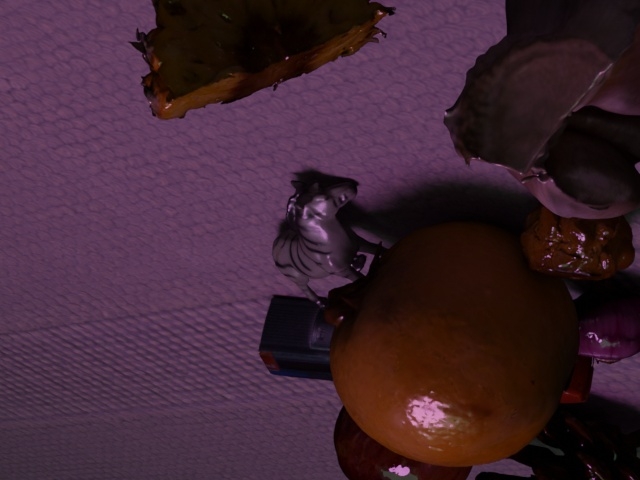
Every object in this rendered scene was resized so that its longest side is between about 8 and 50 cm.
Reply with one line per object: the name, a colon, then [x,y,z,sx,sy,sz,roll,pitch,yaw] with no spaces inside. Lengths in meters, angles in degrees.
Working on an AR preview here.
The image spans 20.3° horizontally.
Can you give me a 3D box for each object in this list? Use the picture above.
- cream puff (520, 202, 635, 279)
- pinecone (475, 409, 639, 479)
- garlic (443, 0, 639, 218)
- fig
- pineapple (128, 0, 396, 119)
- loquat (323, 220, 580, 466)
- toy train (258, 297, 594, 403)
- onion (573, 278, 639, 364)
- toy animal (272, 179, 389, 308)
cream puff: [0.262,-0.008,1.830,0.116,0.094,0.122,2,177,24]
pinecone: [0.306,0.347,2.365,0.244,0.309,0.244,42,-177,-2]
garlic: [0.243,-0.133,1.414,0.210,0.237,0.292,2,-168,44]
fig: [0.122,0.247,2.343,0.205,0.205,0.205,11,155,5]
pineapple: [-0.064,-0.199,1.531,0.233,0.135,0.079,-20,162,-21]
loquat: [0.132,0.112,1.918,0.275,0.275,0.275,11,155,5]
toy train: [0.127,0.133,2.196,0.409,0.086,0.089,4,152,20]
onion: [0.318,0.087,2.002,0.115,0.115,0.104,-2,107,31]
toy animal: [-0.001,0.005,2.012,0.176,0.073,0.217,31,155,-23]
